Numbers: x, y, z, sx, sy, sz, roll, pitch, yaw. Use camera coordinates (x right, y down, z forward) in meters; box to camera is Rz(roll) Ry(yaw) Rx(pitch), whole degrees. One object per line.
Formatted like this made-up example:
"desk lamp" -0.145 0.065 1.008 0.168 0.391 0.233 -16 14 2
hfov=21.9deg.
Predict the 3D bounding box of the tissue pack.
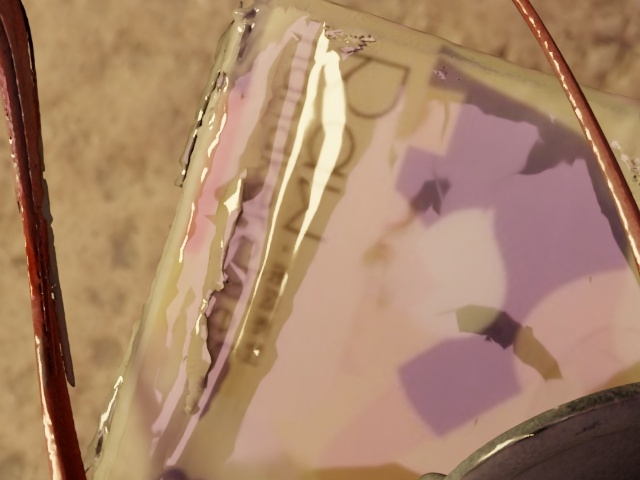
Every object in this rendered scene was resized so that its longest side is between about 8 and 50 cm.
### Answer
"tissue pack" 0.097 0.062 0.654 0.344 0.125 0.242 19 95 14

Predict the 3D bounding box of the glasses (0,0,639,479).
"glasses" 0.000 0.000 0.597 0.234 0.118 0.268 -21 65 16
